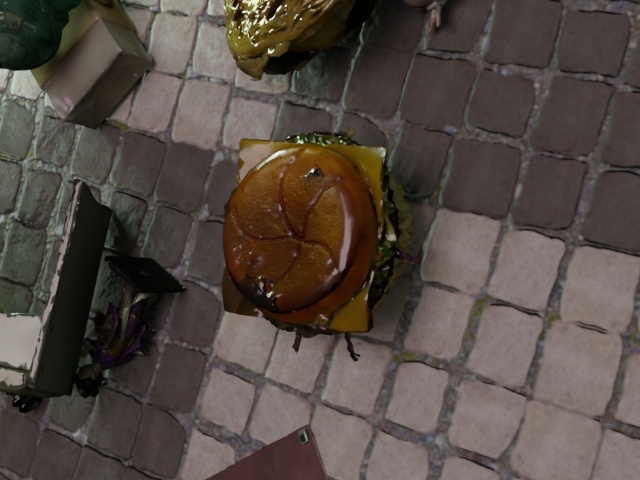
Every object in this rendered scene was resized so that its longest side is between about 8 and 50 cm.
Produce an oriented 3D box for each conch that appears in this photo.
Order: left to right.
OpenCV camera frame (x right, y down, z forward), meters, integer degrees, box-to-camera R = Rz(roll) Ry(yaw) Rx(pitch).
[{"bbox_3d":[-0.397,-0.310,1.539,0.196,0.134,0.202,-13,75,32],"label":"conch"}]

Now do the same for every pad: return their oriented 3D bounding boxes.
[{"bbox_3d":[-0.068,0.305,1.386,0.188,0.006,0.113,-31,67,26],"label":"pad"}]

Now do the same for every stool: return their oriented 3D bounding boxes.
[{"bbox_3d":[-0.425,0.049,1.499,0.244,0.170,0.269,11,80,5],"label":"stool"}]

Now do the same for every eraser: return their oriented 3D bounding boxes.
[{"bbox_3d":[-0.369,-0.322,1.650,0.144,0.078,0.343,-46,61,20],"label":"eraser"}]

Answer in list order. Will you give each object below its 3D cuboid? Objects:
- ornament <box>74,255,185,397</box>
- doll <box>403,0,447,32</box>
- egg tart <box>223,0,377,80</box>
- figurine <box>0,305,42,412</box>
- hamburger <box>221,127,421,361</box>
[{"bbox_3d":[-0.267,0.120,1.504,0.088,0.081,0.203,42,106,34],"label":"ornament"},{"bbox_3d":[0.120,-0.302,1.334,0.073,0.084,0.127,-9,104,55],"label":"doll"},{"bbox_3d":[-0.010,-0.309,1.384,0.297,0.132,0.297,-32,47,42],"label":"egg tart"},{"bbox_3d":[-0.458,0.157,1.619,0.108,0.114,0.196,-39,72,-4],"label":"figurine"},{"bbox_3d":[0.000,0.000,1.313,0.243,0.139,0.261,11,88,36],"label":"hamburger"}]
